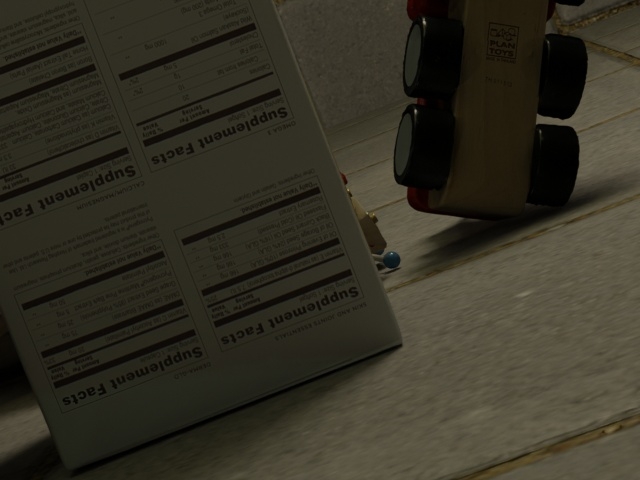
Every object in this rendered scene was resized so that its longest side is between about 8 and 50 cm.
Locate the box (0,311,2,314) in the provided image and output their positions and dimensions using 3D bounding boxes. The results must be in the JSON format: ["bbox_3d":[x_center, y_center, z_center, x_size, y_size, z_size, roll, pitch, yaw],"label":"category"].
[{"bbox_3d":[-0.181,-0.010,1.374,0.322,0.058,0.232,20,32,36],"label":"box"}]

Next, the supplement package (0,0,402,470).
[{"bbox_3d":[-0.095,-0.041,1.005,0.198,0.262,0.199,-21,6,0],"label":"supplement package"}]

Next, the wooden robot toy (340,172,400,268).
[{"bbox_3d":[0.000,0.000,1.255,0.079,0.076,0.173,-33,6,-2],"label":"wooden robot toy"}]

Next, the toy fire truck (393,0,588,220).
[{"bbox_3d":[0.120,-0.119,1.277,0.159,0.217,0.246,6,-5,-11],"label":"toy fire truck"}]

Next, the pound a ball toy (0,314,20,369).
[{"bbox_3d":[-0.277,0.073,1.425,0.208,0.135,0.319,20,33,38],"label":"pound a ball toy"}]
